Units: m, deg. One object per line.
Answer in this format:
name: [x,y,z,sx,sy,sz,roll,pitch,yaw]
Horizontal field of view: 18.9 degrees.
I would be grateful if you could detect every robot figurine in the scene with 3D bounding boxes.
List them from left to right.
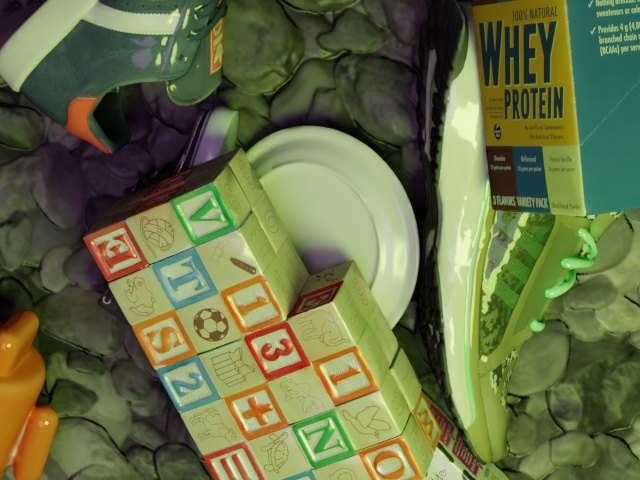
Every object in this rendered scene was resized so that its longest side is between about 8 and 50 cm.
robot figurine: [-0.329,0.151,1.735,0.158,0.128,0.219,10,117,-34]

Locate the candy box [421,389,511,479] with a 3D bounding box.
candy box: [0.058,0.219,1.698,0.233,0.071,0.159,45,112,-6]

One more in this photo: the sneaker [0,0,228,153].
sneaker: [-0.108,-0.206,1.562,0.148,0.131,0.350,46,122,-4]

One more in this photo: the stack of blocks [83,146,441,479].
stack of blocks: [-0.044,0.080,1.581,0.171,0.087,0.297,-23,104,21]

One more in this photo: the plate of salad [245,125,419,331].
plate of salad: [0.000,0.000,1.638,0.200,0.048,0.199,6,103,29]

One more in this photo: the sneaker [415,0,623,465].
sneaker: [0.175,0.001,1.568,0.182,0.158,0.410,-2,114,-4]

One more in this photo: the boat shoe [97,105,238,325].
boat shoe: [-0.137,-0.023,1.660,0.076,0.080,0.228,23,120,2]

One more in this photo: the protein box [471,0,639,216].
protein box: [0.235,-0.131,1.433,0.200,0.136,0.201,-9,96,-24]
